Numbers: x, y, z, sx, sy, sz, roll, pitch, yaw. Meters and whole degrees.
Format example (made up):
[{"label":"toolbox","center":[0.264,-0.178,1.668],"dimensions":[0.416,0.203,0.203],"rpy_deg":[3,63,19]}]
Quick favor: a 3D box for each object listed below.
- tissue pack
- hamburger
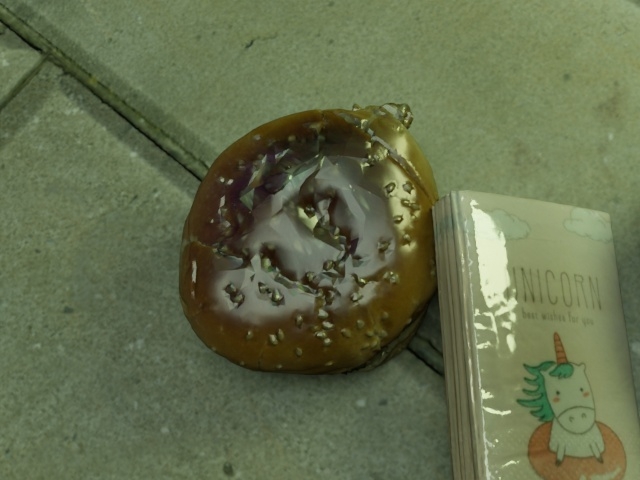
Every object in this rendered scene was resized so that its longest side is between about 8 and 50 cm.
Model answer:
[{"label":"tissue pack","center":[0.185,0.122,0.746],"dimensions":[0.170,0.071,0.325],"rpy_deg":[7,69,-22]},{"label":"hamburger","center":[0.000,0.000,0.834],"dimensions":[0.243,0.146,0.286],"rpy_deg":[41,82,15]}]
